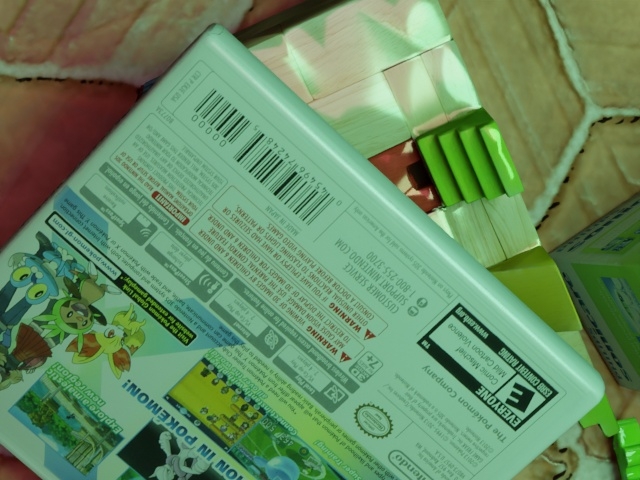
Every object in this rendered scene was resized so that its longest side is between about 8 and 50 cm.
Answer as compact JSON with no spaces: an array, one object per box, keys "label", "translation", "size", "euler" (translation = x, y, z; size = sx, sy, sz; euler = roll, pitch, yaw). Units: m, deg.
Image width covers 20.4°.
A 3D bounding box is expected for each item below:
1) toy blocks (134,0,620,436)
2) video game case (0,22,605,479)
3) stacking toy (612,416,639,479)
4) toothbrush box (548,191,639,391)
[{"label":"toy blocks","translation":[0.000,0.000,1.172],"size":[0.261,0.191,0.381],"euler":[-24,105,2]},{"label":"video game case","translation":[-0.044,0.080,1.113],"size":[0.329,0.036,0.300],"euler":[42,109,-9]},{"label":"stacking toy","translation":[0.159,0.247,1.261],"size":[0.167,0.052,0.221],"euler":[-8,91,-13]},{"label":"toothbrush box","translation":[0.300,0.007,1.164],"size":[0.206,0.283,0.122],"euler":[-34,96,-9]}]
